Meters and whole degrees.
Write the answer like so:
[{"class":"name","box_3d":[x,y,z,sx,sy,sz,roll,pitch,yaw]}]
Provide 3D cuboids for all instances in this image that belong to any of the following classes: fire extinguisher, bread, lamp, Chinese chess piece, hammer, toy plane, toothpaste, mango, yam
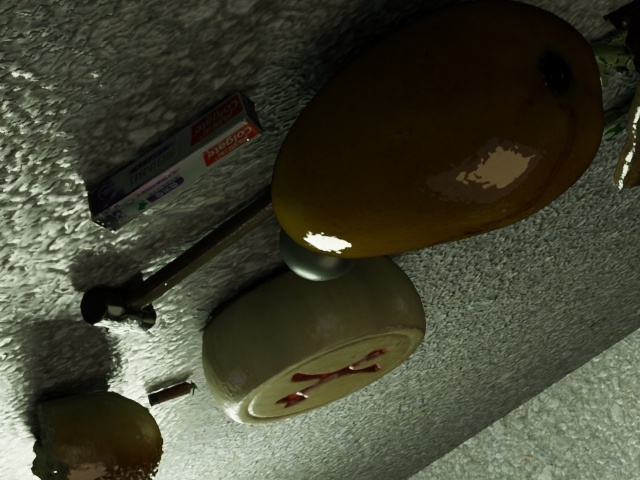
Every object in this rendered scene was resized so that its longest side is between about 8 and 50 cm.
[{"class":"fire extinguisher","box_3d":[-0.232,0.244,1.891,0.083,0.022,0.028,-18,121,-24]},{"class":"bread","box_3d":[-0.331,0.333,1.786,0.192,0.171,0.314,-11,156,-26]},{"class":"lamp","box_3d":[0.000,0.000,1.475,0.105,0.105,0.105,-23,159,-9]},{"class":"Chinese chess piece","box_3d":[-0.011,0.144,1.755,0.338,0.141,0.338,-23,158,-10]},{"class":"hammer","box_3d":[-0.125,-0.001,1.428,0.365,0.043,0.111,-35,156,16]},{"class":"toy plane","box_3d":[0.361,-0.227,1.453,0.111,0.040,0.102,-10,135,-41]},{"class":"toothpaste","box_3d":[-0.148,-0.080,1.200,0.196,0.047,0.040,-32,144,14]},{"class":"mango","box_3d":[0.105,-0.098,1.215,0.378,0.221,0.263,-28,164,31]},{"class":"yam","box_3d":[0.441,-0.170,1.616,0.045,0.045,0.327,10,151,10]}]

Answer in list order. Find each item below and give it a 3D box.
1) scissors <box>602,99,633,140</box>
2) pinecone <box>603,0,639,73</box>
[{"class":"scissors","box_3d":[0.407,-0.162,1.678,0.204,0.027,0.101,-37,158,23]},{"class":"pinecone","box_3d":[0.404,-0.262,1.100,0.295,0.298,0.242,-32,131,1]}]
